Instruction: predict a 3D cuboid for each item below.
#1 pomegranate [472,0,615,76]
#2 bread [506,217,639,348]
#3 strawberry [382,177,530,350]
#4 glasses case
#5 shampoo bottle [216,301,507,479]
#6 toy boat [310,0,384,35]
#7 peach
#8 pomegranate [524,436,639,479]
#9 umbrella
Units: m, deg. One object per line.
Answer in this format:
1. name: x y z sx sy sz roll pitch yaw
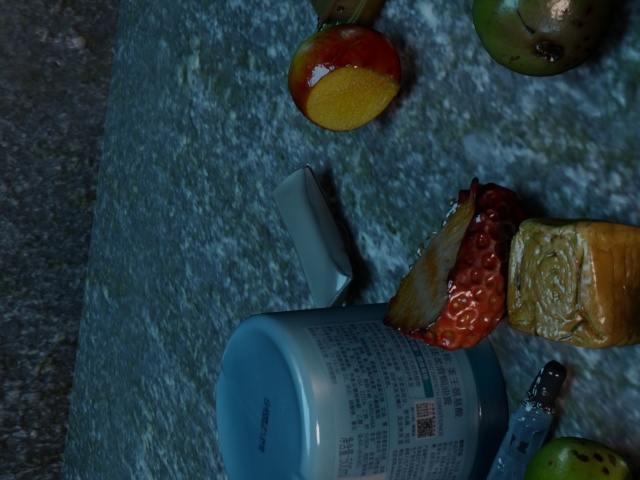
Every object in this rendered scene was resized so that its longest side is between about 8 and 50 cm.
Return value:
1. pomegranate: 0.282 -0.311 1.259 0.210 0.179 0.179 -101 25 -58
2. bread: 0.331 0.048 1.204 0.149 0.143 0.158 5 100 60
3. strawberry: 0.221 0.048 1.339 0.253 0.150 0.280 -59 8 -4
4. glasses case: 0.001 -0.001 1.832 0.128 0.083 0.308 -51 48 40
5. shampoo bottle: 0.053 0.265 1.491 0.331 0.342 0.331 5 95 59
6. toy boat: 0.048 -0.433 1.697 0.321 0.121 0.089 -55 51 45
7. peach: 0.044 -0.275 1.649 0.192 0.190 0.190 35 121 50
8. pomegranate: 0.353 0.327 1.199 0.220 0.156 0.156 3 94 29
9. umbrella: 0.291 0.277 1.366 0.053 0.052 0.250 54 136 46
